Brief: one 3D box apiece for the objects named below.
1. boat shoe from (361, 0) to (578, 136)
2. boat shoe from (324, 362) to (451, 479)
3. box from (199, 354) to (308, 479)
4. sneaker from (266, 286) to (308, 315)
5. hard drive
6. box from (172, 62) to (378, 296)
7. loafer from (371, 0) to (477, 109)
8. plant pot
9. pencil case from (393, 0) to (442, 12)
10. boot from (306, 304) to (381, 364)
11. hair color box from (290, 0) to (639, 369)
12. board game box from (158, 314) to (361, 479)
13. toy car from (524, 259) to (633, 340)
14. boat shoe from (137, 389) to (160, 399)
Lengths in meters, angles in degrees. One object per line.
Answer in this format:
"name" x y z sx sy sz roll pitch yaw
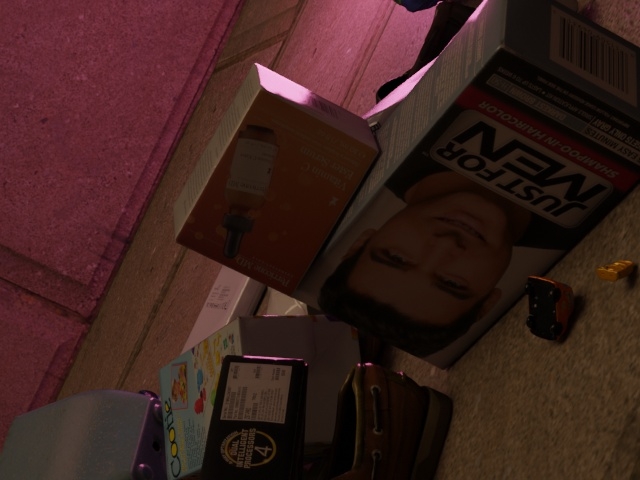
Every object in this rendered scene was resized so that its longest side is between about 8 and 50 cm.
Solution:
"boat shoe" 0.169 -0.153 1.649 0.306 0.105 0.113 -39 12 -31
"boat shoe" 0.030 0.261 1.499 0.111 0.104 0.307 -43 25 52
"box" -0.073 0.350 1.484 0.395 0.097 0.318 -83 -5 -52
"sneaker" 0.000 0.000 2.071 0.169 0.108 0.292 -53 27 28
"hard drive" -0.170 0.163 2.469 0.308 0.040 0.203 -66 15 -8
"box" -0.045 -0.057 1.516 0.170 0.130 0.091 -60 16 16
"loafer" 0.116 -0.190 1.993 0.302 0.095 0.109 -49 21 44
"plant pot" -0.271 0.345 2.139 0.252 0.248 0.247 -30 31 32
"pencil case" 0.167 -0.377 2.097 0.306 0.119 0.133 179 106 -73
"boot" 0.047 0.030 1.882 0.112 0.115 0.305 -42 43 37
"hair color box" 0.143 -0.051 1.490 0.374 0.185 0.114 -50 21 42
"board game box" -0.070 0.184 1.814 0.275 0.142 0.144 146 120 -61
"toy car" 0.227 0.050 1.365 0.040 0.060 0.122 -20 6 -39
"boat shoe" -0.335 0.354 2.606 0.109 0.089 0.258 -39 28 57
